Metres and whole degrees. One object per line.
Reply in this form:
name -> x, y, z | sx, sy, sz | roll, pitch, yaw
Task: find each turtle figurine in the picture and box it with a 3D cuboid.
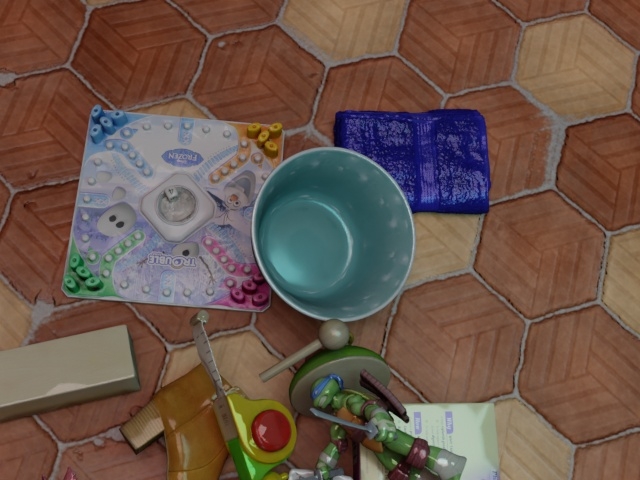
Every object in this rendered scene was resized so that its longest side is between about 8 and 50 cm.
turtle figurine -> 0.072, 0.347, 1.377 | 0.266, 0.274, 0.197 | 31, 106, 3

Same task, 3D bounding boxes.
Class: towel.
towel -> 0.183, -0.163, 1.744 | 0.308, 0.076, 0.227 | -1, 70, -5

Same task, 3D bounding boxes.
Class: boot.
boot -> -0.184, 0.370, 1.521 | 0.211, 0.104, 0.295 | -34, 82, -22

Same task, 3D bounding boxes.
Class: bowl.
bowl -> 0.000, 0.000, 1.597 | 0.312, 0.163, 0.311 | 4, 79, -21

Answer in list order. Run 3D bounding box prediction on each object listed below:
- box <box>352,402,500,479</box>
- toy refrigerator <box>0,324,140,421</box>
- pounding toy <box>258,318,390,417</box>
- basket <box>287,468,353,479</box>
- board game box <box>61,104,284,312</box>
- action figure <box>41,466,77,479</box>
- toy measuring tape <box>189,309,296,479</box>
box -> 0.180, 0.397, 1.529 | 0.243, 0.117, 0.213 | -1, 71, -4
toy refrigerator -> -0.463, 0.237, 1.550 | 0.270, 0.094, 0.102 | -12, 65, -9
pounding toy -> 0.010, 0.208, 1.546 | 0.183, 0.237, 0.110 | -30, 48, 12
basket -> -0.011, 0.481, 1.492 | 0.113, 0.103, 0.167 | 9, 70, -1
board game box -> -0.276, -0.069, 1.690 | 0.390, 0.050, 0.389 | 5, 71, -3
action figure -> -0.357, 0.532, 1.350 | 0.248, 0.276, 0.370 | -23, 88, -20
toy measuring tape -> -0.120, 0.268, 1.489 | 0.121, 0.121, 0.330 | -19, 79, -10
